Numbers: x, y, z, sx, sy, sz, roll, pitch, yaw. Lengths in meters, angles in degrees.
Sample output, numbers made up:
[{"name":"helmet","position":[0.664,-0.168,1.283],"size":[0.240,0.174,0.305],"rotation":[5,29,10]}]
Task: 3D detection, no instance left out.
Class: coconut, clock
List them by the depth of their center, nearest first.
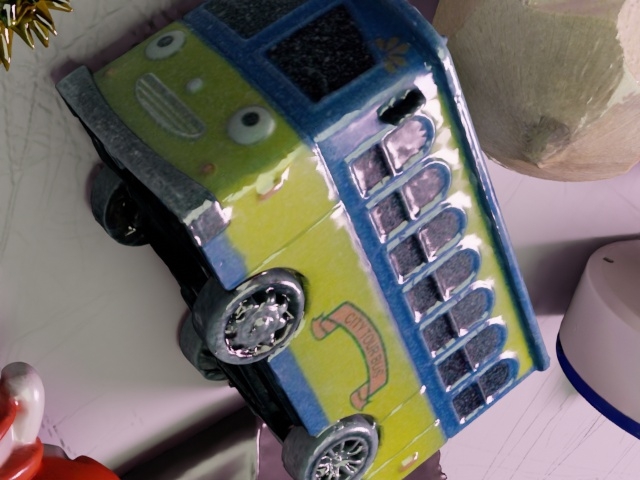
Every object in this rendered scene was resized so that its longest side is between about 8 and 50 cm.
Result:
[{"name":"coconut","position":[0.138,-0.112,0.871],"size":[0.161,0.161,0.162],"rotation":[81,24,-43]},{"name":"clock","position":[0.292,0.082,1.120],"size":[0.230,0.230,0.083],"rotation":[-6,122,-37]}]

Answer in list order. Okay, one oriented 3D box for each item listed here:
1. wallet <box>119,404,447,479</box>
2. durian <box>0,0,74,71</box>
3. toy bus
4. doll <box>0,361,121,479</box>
[{"name":"wallet","position":[-0.074,0.209,1.048],"size":[0.377,0.051,0.197],"rotation":[-28,134,-23]},{"name":"durian","position":[-0.201,-0.159,0.528],"size":[0.291,0.225,0.291],"rotation":[-12,162,-4]},{"name":"toy bus","position":[0.000,0.000,0.865],"size":[0.190,0.152,0.312],"rotation":[-37,139,-10]},{"name":"doll","position":[-0.176,0.187,0.862],"size":[0.161,0.130,0.290],"rotation":[-31,118,-15]}]
